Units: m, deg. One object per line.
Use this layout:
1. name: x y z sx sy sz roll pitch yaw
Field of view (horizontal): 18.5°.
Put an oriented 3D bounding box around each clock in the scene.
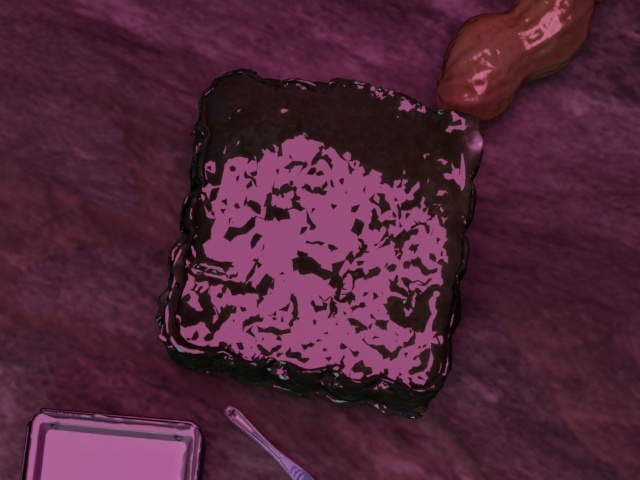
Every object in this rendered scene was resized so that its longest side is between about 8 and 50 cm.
1. clock: -0.168 0.236 1.565 0.144 0.073 0.193 6 78 2

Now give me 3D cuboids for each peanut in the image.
1. peanut: 0.168 -0.168 1.647 0.187 0.082 0.082 -38 80 -7

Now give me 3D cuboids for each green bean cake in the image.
1. green bean cake: 0.000 0.000 1.587 0.241 0.132 0.255 7 76 2

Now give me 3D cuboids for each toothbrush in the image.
1. toothbrush: -0.019 0.190 1.602 0.162 0.017 0.014 42 75 8
